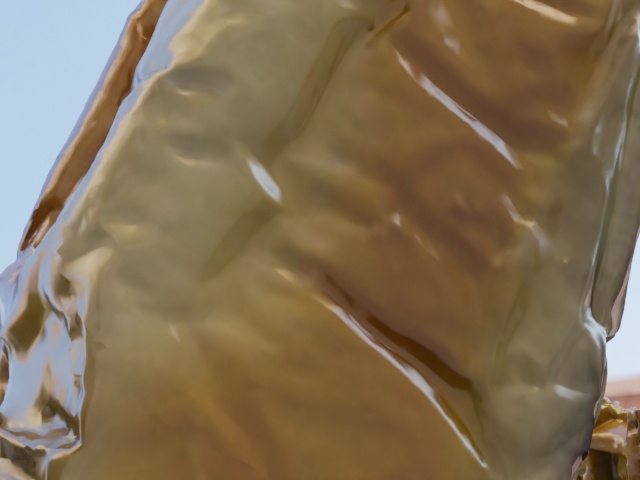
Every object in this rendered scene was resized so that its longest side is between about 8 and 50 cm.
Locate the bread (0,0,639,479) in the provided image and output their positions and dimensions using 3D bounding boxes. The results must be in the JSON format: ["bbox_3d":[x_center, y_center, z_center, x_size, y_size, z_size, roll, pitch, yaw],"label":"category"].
[{"bbox_3d":[0.010,0.008,0.612,0.236,0.389,0.183,35,-17,-17],"label":"bread"}]

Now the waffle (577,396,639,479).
[{"bbox_3d":[0.267,0.125,1.013,0.069,0.260,0.293,-13,-36,-39],"label":"waffle"}]
